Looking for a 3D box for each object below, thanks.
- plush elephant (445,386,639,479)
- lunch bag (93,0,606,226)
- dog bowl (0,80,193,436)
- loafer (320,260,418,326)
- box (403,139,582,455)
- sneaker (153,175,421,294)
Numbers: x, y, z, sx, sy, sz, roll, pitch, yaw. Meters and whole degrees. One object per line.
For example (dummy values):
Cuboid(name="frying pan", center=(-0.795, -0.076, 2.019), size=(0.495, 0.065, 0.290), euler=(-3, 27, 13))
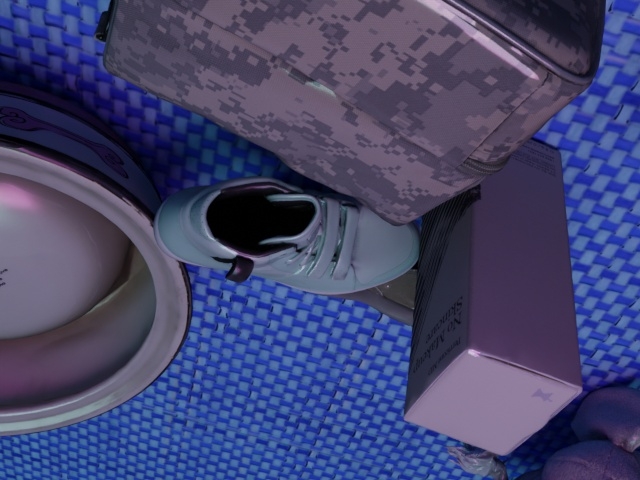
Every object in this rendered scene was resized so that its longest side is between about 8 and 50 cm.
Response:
Cuboid(name="plush elephant", center=(0.322, 0.324, 0.918), size=(0.330, 0.272, 0.255), euler=(40, 158, 5))
Cuboid(name="lunch bag", center=(0.005, -0.157, 0.566), size=(0.305, 0.212, 0.256), euler=(28, 138, -11))
Cuboid(name="dog bowl", center=(-0.334, 0.020, 0.781), size=(0.408, 0.150, 0.407), euler=(-6, 134, -6))
Cuboid(name="loafer", center=(0.040, 0.013, 0.818), size=(0.251, 0.094, 0.087), euler=(21, 109, -21))
Cuboid(name="box", center=(0.142, 0.028, 0.667), size=(0.094, 0.275, 0.113), euler=(22, 133, -8))
Cuboid(name="sneaker", center=(0.000, 0.000, 0.672), size=(0.256, 0.094, 0.151), euler=(4, 177, -24))
